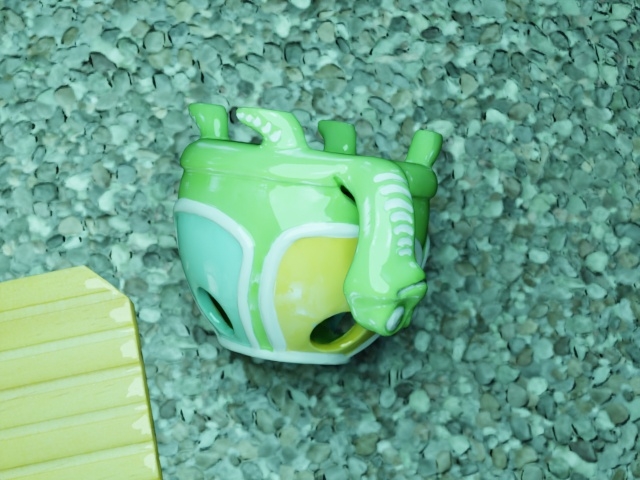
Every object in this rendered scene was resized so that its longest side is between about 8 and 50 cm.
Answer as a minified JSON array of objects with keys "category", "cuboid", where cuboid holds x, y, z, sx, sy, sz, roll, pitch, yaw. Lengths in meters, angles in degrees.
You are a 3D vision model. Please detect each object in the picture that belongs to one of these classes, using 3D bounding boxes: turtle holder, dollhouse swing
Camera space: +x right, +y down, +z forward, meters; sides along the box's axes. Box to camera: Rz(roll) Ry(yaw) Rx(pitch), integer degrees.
[{"category":"turtle holder","cuboid":[0.006,0.000,1.682,0.320,0.243,0.227,10,93,34]},{"category":"dollhouse swing","cuboid":[-0.344,0.168,1.594,0.305,0.315,0.346,-15,74,16]}]
